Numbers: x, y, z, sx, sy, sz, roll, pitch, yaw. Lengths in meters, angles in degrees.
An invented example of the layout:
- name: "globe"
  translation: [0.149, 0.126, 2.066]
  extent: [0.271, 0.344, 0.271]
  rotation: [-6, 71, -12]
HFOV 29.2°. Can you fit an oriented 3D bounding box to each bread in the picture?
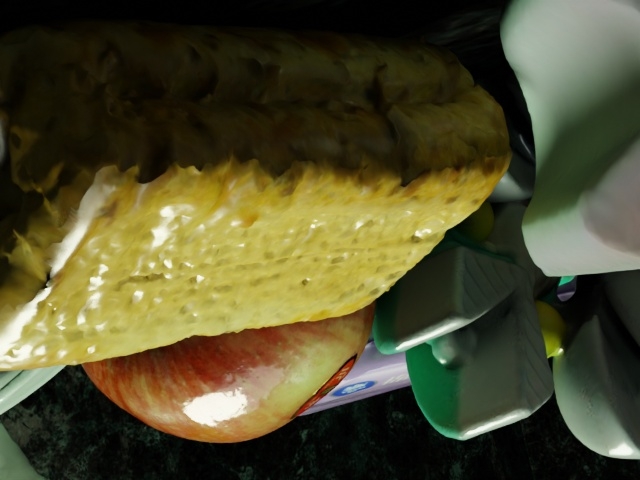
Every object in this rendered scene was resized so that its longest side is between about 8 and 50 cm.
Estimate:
- name: "bread"
  translation: [-0.033, -0.020, 0.399]
  extent: [0.211, 0.083, 0.114]
  rotation: [-7, 152, -51]

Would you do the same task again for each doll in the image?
- name: "doll"
  translation: [0.104, -0.014, 0.635]
  extent: [0.153, 0.258, 0.195]
  rotation: [-32, 131, 29]

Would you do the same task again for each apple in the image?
- name: "apple"
  translation: [-0.045, 0.020, 0.567]
  extent: [0.146, 0.146, 0.131]
  rotation: [-14, 161, 19]

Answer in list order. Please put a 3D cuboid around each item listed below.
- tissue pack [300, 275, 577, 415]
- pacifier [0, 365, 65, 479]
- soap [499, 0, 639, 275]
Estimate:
- name: "tissue pack"
  translation: [0.075, 0.022, 0.893]
  extent: [0.338, 0.160, 0.242]
  rotation: [-11, 170, -19]
- name: "pacifier"
  translation: [-0.274, 0.154, 0.989]
  extent: [0.288, 0.269, 0.343]
  rotation: [-41, 169, 21]
- name: "soap"
  translation: [0.158, -0.051, 0.379]
  extent: [0.193, 0.109, 0.324]
  rotation: [-8, 178, -2]
